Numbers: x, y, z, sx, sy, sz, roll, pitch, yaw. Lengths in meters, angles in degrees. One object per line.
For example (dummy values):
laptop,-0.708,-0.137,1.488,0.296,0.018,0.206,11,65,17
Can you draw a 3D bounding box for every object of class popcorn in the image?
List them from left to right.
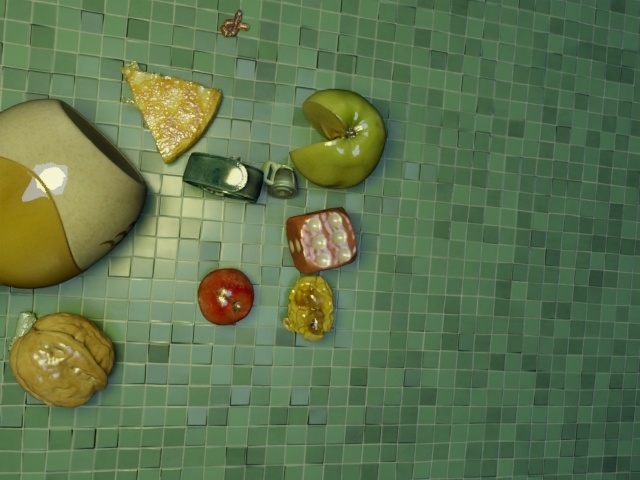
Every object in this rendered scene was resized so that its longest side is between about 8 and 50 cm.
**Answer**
popcorn,-0.027,0.211,1.476,0.140,0.163,0.194,9,57,-31

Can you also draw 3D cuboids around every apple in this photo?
apple,0.050,-0.295,1.420,0.292,0.254,0.291,-1,94,-17

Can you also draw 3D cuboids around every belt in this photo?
belt,-0.260,-0.177,1.346,0.207,0.268,0.116,17,88,-37

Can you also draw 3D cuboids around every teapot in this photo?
teapot,-0.117,-0.188,1.459,0.092,0.124,0.090,-5,67,15

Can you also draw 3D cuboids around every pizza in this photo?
pizza,-0.443,-0.406,1.400,0.288,0.075,0.280,44,78,-8

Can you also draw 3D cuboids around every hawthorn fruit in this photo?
hawthorn fruit,-0.272,0.161,1.399,0.173,0.173,0.172,0,91,-13

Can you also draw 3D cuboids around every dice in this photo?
dice,0.000,0.000,1.454,0.174,0.179,0.174,-12,96,-13

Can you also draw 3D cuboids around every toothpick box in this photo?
toothpick box,-0.686,-0.097,1.179,0.425,0.409,0.409,-43,100,-3

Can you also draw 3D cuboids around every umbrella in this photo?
umbrella,-0.814,0.265,1.333,0.067,0.062,0.143,3,79,24

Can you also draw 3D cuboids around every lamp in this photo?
lamp,-0.261,-0.644,1.455,0.083,0.031,0.063,-32,97,-6

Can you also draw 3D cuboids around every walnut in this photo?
walnut,-0.667,0.317,1.286,0.257,0.257,0.224,37,46,-11
